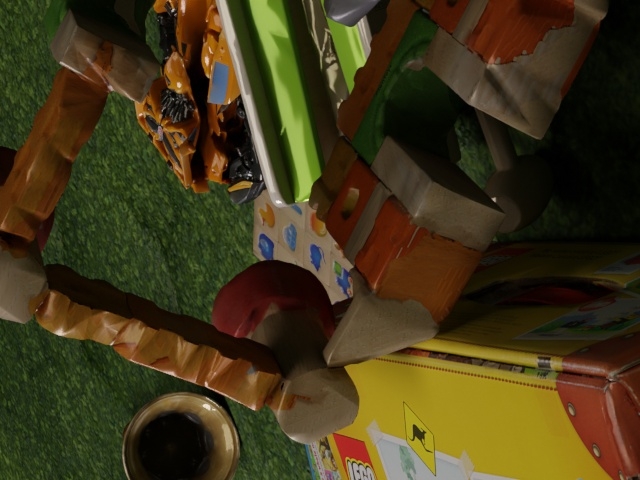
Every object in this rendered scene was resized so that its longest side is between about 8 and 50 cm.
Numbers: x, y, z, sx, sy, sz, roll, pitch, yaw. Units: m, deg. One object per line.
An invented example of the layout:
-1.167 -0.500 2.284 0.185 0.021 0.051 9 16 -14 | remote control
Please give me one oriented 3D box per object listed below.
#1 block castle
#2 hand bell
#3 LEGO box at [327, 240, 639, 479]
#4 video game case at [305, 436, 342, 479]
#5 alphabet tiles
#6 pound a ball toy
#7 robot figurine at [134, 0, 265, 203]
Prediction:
-0.028 -0.128 1.190 0.453 0.303 0.213 -63 20 12 | block castle
-0.179 0.222 2.085 0.126 0.126 0.242 69 163 -5 | hand bell
0.200 0.203 1.243 0.500 0.193 0.372 2 113 70 | LEGO box
0.039 0.219 1.783 0.166 0.015 0.119 15 124 54 | video game case
0.000 0.000 1.698 0.198 0.009 0.237 40 142 38 | alphabet tiles
0.051 -0.158 1.413 0.208 0.136 0.319 -11 101 31 | pound a ball toy
-0.103 -0.169 1.658 0.211 0.085 0.291 52 147 38 | robot figurine
